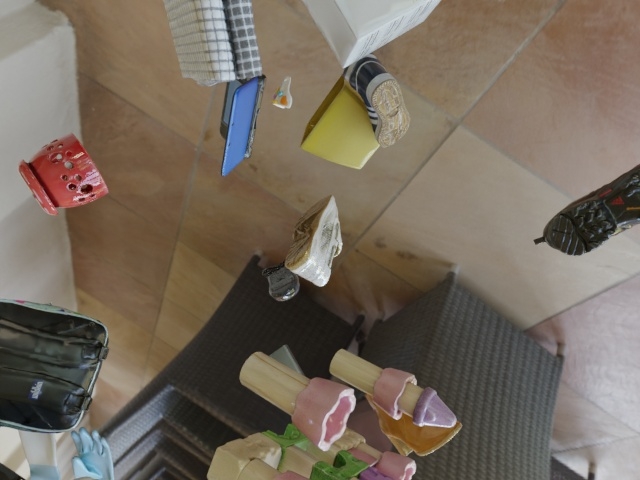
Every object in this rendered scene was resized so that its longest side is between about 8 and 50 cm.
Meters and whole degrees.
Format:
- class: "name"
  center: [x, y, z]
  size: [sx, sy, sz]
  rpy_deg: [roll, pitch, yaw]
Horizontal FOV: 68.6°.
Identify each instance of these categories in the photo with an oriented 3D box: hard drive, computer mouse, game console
- class: "hard drive"
  center: [-0.106, 0.392, 1.398]
  size: [0.094, 0.022, 0.135]
  rpy_deg: [-37, 70, 12]
- class: "computer mouse"
  center: [-0.133, 0.160, 1.834]
  size: [0.188, 0.272, 0.072]
  rpy_deg: [-25, 115, 5]
- class: "game console"
  center: [-0.287, -0.394, 1.472]
  size: [0.250, 0.173, 0.293]
  rpy_deg: [43, 132, 29]

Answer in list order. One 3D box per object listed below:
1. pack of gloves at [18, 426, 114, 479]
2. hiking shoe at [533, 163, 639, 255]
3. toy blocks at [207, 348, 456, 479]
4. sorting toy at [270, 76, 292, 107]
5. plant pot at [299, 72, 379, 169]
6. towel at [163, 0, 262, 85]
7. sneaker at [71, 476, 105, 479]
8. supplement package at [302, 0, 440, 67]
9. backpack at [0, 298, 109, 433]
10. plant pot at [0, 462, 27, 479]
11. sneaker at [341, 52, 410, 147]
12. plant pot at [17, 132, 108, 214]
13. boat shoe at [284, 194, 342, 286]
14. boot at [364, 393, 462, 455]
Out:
- class: "pack of gloves"
  center: [-0.502, 0.474, 0.920]
  size: [0.195, 0.046, 0.232]
  rpy_deg: [-2, 100, 8]
- class: "hiking shoe"
  center: [0.411, -0.052, 0.651]
  size: [0.227, 0.114, 0.086]
  rpy_deg: [-23, 90, 5]
- class: "toy blocks"
  center: [0.038, 0.316, 0.559]
  size: [0.260, 0.309, 0.288]
  rpy_deg: [20, 180, 30]
- class: "sorting toy"
  center: [-0.094, -0.379, 1.195]
  size: [0.045, 0.075, 0.083]
  rpy_deg: [16, -170, -18]
- class: "plant pot"
  center: [0.083, -0.333, 1.367]
  size: [0.187, 0.212, 0.212]
  rpy_deg: [33, 119, -15]
- class: "towel"
  center: [-0.214, -0.432, 0.927]
  size: [0.283, 0.121, 0.235]
  rpy_deg: [31, 135, 58]
- class: "sneaker"
  center: [-0.384, 0.396, 0.639]
  size: [0.240, 0.126, 0.091]
  rpy_deg: [39, -166, -54]
- class: "supplement package"
  center: [0.090, -0.481, 0.891]
  size: [0.194, 0.203, 0.149]
  rpy_deg: [59, 173, -5]
- class: "backpack"
  center: [-0.551, 0.223, 0.873]
  size: [0.253, 0.225, 0.191]
  rpy_deg: [21, 162, -27]
- class: "plant pot"
  center: [-0.555, 0.435, 0.723]
  size: [0.188, 0.167, 0.187]
  rpy_deg: [21, 136, 17]
- class: "sneaker"
  center: [0.140, -0.359, 1.188]
  size: [0.153, 0.099, 0.282]
  rpy_deg: [57, -178, 23]
- class: "plant pot"
  center: [-0.718, -0.179, 1.303]
  size: [0.191, 0.174, 0.191]
  rpy_deg: [43, 152, 30]
- class: "boat shoe"
  center: [0.000, 0.000, 0.998]
  size: [0.098, 0.277, 0.096]
  rpy_deg: [-35, 110, 30]
- class: "boot"
  center: [0.224, 0.451, 1.245]
  size: [0.211, 0.104, 0.295]
  rpy_deg: [56, 146, 15]
